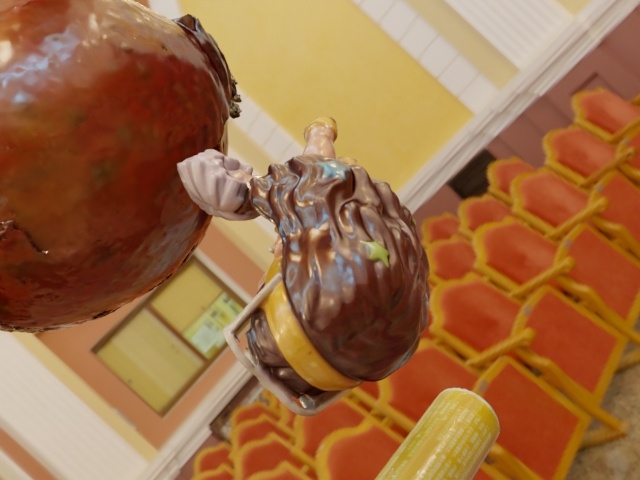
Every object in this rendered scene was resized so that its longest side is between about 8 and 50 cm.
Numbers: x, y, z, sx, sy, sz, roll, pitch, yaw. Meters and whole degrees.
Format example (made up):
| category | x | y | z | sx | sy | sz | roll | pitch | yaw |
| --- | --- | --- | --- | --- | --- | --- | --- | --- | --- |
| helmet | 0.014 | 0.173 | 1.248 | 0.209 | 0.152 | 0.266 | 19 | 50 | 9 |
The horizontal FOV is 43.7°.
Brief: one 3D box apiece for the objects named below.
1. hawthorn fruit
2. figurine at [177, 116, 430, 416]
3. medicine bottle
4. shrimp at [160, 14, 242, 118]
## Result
| category | x | y | z | sx | sy | sz | roll | pitch | yaw |
| --- | --- | --- | --- | --- | --- | --- | --- | --- | --- |
| hawthorn fruit | -0.210 | -0.074 | 0.629 | 0.316 | 0.316 | 0.316 | -48 | 1 | 1 |
| figurine | 0.001 | 0.000 | 0.509 | 0.116 | 0.174 | 0.240 | -33 | 27 | 9 |
| medicine bottle | 0.066 | 0.198 | 0.604 | 0.218 | 0.074 | 0.074 | -40 | -5 | -45 |
| shrimp | -0.145 | -0.172 | 0.817 | 0.091 | 0.184 | 0.043 | -55 | -23 | -10 |
